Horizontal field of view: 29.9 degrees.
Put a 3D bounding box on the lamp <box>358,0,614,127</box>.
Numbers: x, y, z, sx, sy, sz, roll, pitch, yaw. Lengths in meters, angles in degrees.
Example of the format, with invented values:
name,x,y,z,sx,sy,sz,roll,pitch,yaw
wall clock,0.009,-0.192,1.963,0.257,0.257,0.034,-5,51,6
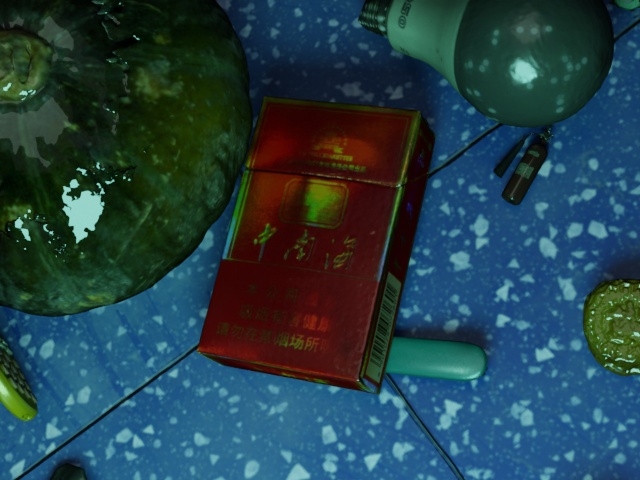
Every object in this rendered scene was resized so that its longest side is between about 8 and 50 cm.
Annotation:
name,x,y,z,sx,sy,sz,roll,pitch,yaw
lamp,0.173,-0.220,1.360,0.313,0.182,0.182,4,74,28

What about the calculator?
name,x,y,z,sx,sy,sz,roll,pitch,yaw
calculator,-0.395,0.110,1.384,0.032,0.146,0.235,-35,69,-8

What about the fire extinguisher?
name,x,y,z,sx,sy,sz,roll,pitch,yaw
fire extinguisher,0.232,-0.091,1.376,0.046,0.032,0.100,19,76,52

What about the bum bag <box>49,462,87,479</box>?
name,x,y,z,sx,sy,sz,roll,pitch,yaw
bum bag,-0.314,0.347,1.350,0.087,0.049,0.198,25,80,43

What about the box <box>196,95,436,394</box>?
name,x,y,z,sx,sy,sz,roll,pitch,yaw
box,-0.001,0.001,1.352,0.197,0.089,0.313,7,74,23

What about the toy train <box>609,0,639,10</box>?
name,x,y,z,sx,sy,sz,roll,pitch,yaw
toy train,0.312,-0.419,1.385,0.369,0.150,0.237,23,73,7

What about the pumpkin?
name,x,y,z,sx,sy,sz,roll,pitch,yaw
pumpkin,-0.298,-0.141,1.336,0.454,0.344,0.454,-2,79,11

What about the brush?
name,x,y,z,sx,sy,sz,roll,pitch,yaw
brush,0.096,0.131,1.337,0.193,0.032,0.043,3,76,26

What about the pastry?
name,x,y,z,sx,sy,sz,roll,pitch,yaw
pastry,0.330,0.092,1.279,0.097,0.057,0.109,-33,68,3
